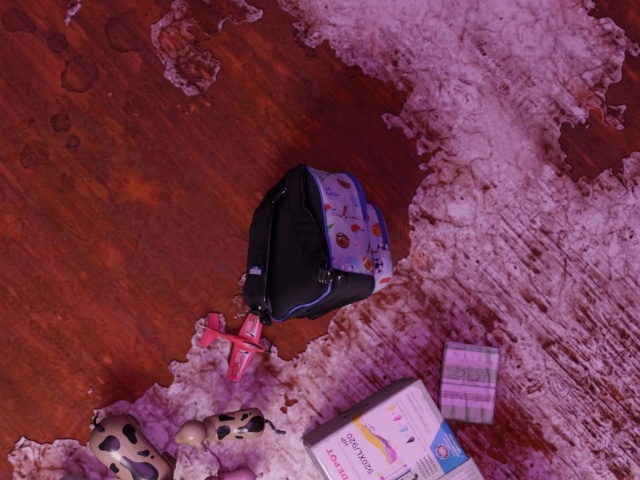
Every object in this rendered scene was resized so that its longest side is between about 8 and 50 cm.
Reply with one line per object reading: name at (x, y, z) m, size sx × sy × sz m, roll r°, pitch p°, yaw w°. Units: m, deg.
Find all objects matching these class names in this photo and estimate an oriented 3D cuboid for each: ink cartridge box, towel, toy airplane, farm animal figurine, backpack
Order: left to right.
farm animal figurine at (-0.270, 0.401, 1.651) m, size 0.327 × 0.172 × 0.330 m, roll 28°, pitch 79°, yaw -3°
toy airplane at (-0.163, 0.188, 1.770) m, size 0.151 × 0.028 × 0.151 m, roll 1°, pitch 80°, yaw -8°
backpack at (0.000, 0.000, 1.712) m, size 0.213 × 0.276 × 0.263 m, roll 0°, pitch 72°, yaw -38°
ink cartridge box at (0.109, 0.380, 1.707) m, size 0.233 × 0.168 × 0.171 m, roll -30°, pitch 87°, yaw -10°
towel at (0.287, 0.278, 1.825) m, size 0.113 × 0.023 × 0.152 m, roll 8°, pitch 83°, yaw -4°

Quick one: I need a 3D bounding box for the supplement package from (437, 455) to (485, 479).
supplement package at (0.231, 0.528, 1.712) m, size 0.194 × 0.149 × 0.203 m, roll -30°, pitch 86°, yaw -11°
